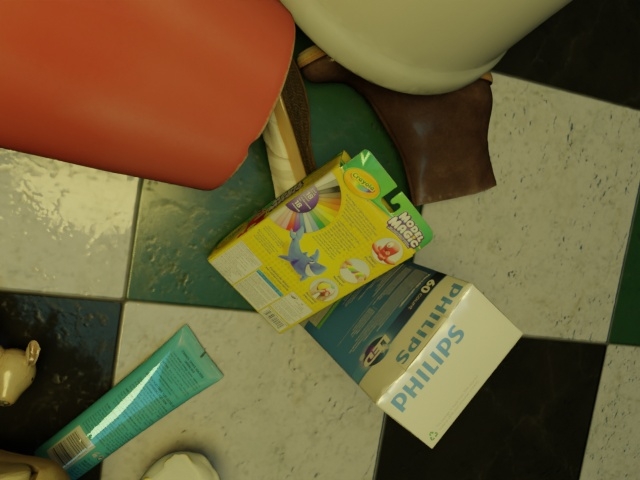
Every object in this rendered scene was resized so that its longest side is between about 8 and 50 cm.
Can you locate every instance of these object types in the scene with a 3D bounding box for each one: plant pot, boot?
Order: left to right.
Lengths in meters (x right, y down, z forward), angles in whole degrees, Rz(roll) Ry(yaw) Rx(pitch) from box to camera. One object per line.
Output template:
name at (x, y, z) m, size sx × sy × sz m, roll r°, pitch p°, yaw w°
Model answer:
plant pot at (-0.174, -0.176, 0.489) m, size 0.243 × 0.275 × 0.274 m, roll 22°, pitch 90°, yaw -28°
boot at (0.103, -0.142, 0.656) m, size 0.249 × 0.090 × 0.206 m, roll -11°, pitch 98°, yaw -19°

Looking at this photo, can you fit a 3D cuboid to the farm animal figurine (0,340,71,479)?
farm animal figurine at (-0.350, 0.199, 0.514) m, size 0.327 × 0.172 × 0.330 m, roll 24°, pitch 89°, yaw 23°

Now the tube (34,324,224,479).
tube at (-0.216, 0.190, 0.627) m, size 0.207 × 0.052 × 0.080 m, roll -36°, pitch 111°, yaw -15°

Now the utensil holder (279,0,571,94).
utensil holder at (0.159, -0.355, 0.445) m, size 0.328 × 0.385 × 0.327 m, roll 7°, pitch 73°, yaw -25°

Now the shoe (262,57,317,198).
shoe at (-0.042, -0.109, 0.620) m, size 0.058 × 0.076 × 0.219 m, roll -6°, pitch 113°, yaw 21°

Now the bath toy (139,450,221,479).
bath toy at (-0.266, 0.345, 0.591) m, size 0.348 × 0.151 × 0.129 m, roll -27°, pitch 147°, yaw -16°

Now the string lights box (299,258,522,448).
string lights box at (0.074, 0.091, 0.589) m, size 0.077 × 0.260 × 0.133 m, roll 42°, pitch 84°, yaw -18°

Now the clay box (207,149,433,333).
clay box at (0.000, 0.000, 0.606) m, size 0.222 × 0.053 × 0.127 m, roll -33°, pitch 110°, yaw 23°
